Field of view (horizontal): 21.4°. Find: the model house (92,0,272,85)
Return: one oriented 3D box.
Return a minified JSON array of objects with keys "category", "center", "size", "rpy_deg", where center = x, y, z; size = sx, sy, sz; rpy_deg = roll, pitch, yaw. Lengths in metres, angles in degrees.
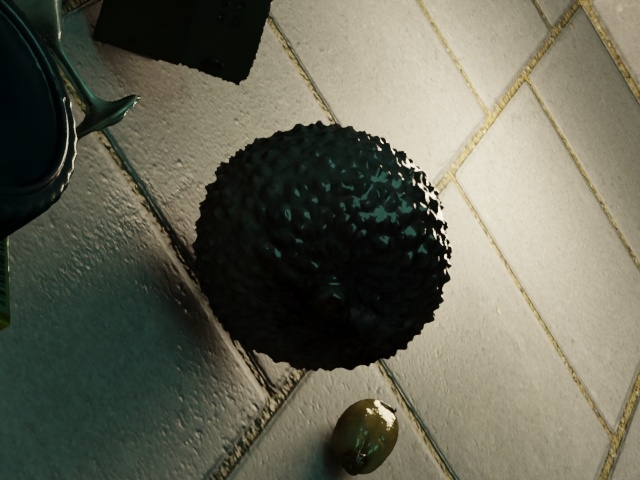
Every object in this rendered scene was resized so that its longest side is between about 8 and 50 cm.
[{"category":"model house","center":[-0.188,-0.315,1.947],"size":[0.243,0.211,0.204],"rpy_deg":[16,2,-18]}]

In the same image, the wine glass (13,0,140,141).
[{"category":"wine glass","center":[-0.269,-0.198,1.756],"size":[0.183,0.122,0.122],"rpy_deg":[57,29,-14]}]

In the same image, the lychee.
[{"category":"lychee","center":[0.002,-0.003,1.859],"size":[0.300,0.300,0.300],"rpy_deg":[39,36,-37]}]

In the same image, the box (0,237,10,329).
[{"category":"box","center":[-0.334,-0.024,1.455],"size":[0.041,0.153,0.279],"rpy_deg":[30,42,-45]}]

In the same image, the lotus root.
[{"category":"lotus root","center":[0.052,0.226,1.974],"size":[0.073,0.062,0.150],"rpy_deg":[37,29,1]}]

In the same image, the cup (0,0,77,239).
[{"category":"cup","center":[-0.381,-0.079,1.283],"size":[0.308,0.292,0.242],"rpy_deg":[43,35,-34]}]
